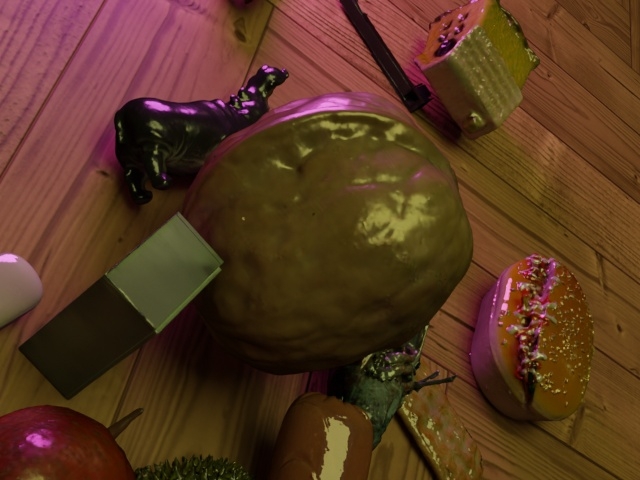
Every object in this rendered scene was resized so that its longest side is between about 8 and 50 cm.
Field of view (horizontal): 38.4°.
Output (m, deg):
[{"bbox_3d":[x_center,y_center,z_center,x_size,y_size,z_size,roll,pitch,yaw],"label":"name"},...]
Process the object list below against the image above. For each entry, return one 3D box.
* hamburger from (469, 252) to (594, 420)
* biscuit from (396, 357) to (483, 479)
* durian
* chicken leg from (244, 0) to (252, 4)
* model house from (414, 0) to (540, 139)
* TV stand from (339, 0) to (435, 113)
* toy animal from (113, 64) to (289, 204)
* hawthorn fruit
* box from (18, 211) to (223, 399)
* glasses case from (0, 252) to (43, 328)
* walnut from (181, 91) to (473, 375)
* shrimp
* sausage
[{"bbox_3d":[0.375,0.168,1.569,0.227,0.151,0.295,39,43,-20],"label":"hamburger"},{"bbox_3d":[0.171,0.272,1.407,0.118,0.029,0.247,-28,85,-48],"label":"biscuit"},{"bbox_3d":[-0.153,0.311,1.052,0.221,0.095,0.137,12,57,-30],"label":"durian"},{"bbox_3d":[-0.101,-0.463,1.593,0.085,0.101,0.207,54,22,-6],"label":"chicken leg"},{"bbox_3d":[0.297,-0.326,1.768,0.193,0.175,0.234,52,37,-23],"label":"model house"},{"bbox_3d":[0.126,-0.365,1.756,0.049,0.040,0.256,-30,87,-47],"label":"TV stand"},{"bbox_3d":[-0.150,-0.146,1.330,0.343,0.106,0.168,-26,92,-48],"label":"toy animal"},{"bbox_3d":[-0.267,0.253,0.907,0.210,0.210,0.262,55,36,0],"label":"hawthorn fruit"},{"bbox_3d":[-0.225,0.076,1.035,0.086,0.225,0.129,49,44,-6],"label":"box"},{"bbox_3d":[-0.395,0.080,1.009,0.081,0.051,0.204,55,43,-1],"label":"glasses case"},{"bbox_3d":[-0.001,-0.011,1.149,0.381,0.381,0.381,22,52,-31],"label":"walnut"},{"bbox_3d":[0.100,0.164,1.321,0.172,0.137,0.372,28,57,-5],"label":"shrimp"},{"bbox_3d":[-0.015,0.335,1.098,0.121,0.121,0.304,26,66,-28],"label":"sausage"}]
